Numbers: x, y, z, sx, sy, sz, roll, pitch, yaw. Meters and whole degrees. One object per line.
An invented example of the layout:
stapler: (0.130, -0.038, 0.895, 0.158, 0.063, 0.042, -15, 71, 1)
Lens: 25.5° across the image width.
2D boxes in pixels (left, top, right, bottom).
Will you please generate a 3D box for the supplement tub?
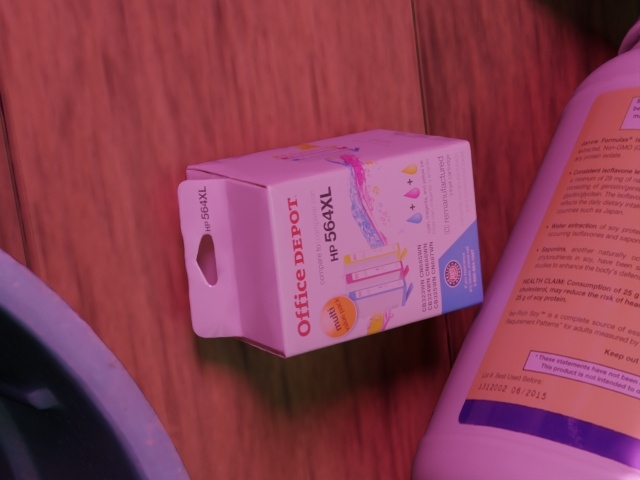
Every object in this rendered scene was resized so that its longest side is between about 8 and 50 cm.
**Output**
supplement tub: (0.216, 0.040, 0.783, 0.241, 0.241, 0.331, 37, 70, -31)

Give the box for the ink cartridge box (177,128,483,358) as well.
ink cartridge box: (0.000, 0.000, 0.743, 0.143, 0.090, 0.092, -14, 105, -30)

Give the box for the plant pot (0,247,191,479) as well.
plant pot: (-0.254, 0.120, 0.460, 0.341, 0.334, 0.341, -5, 100, -30)
